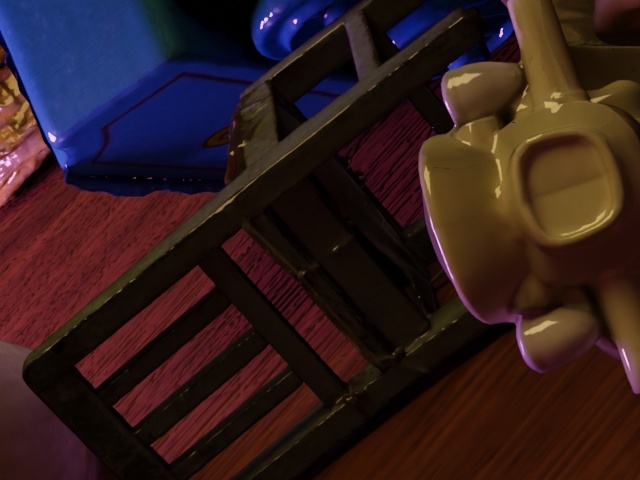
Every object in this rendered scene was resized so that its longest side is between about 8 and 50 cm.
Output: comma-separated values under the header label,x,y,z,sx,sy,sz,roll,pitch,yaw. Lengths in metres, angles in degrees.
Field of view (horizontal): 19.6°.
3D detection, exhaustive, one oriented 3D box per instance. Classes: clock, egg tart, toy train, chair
label,x,y,z,sx,sy,sz,roll,pitch,yaw
clock,0.186,-0.045,0.562,0.379,0.120,0.276,-26,-13,40
egg tart,-0.276,-0.124,1.696,0.241,0.106,0.241,-37,16,13
toy train,-0.037,-0.147,1.075,0.265,0.188,0.300,-32,-15,25
chair,0.000,0.000,0.904,0.270,0.136,0.147,-38,19,11

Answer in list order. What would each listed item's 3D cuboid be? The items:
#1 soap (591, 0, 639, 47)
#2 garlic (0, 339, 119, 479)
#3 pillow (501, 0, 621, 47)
label,x,y,z,sx,sy,sz,roll,pitch,yaw
soap,0.320,-0.204,0.748,0.427,0.115,0.306,-41,6,-18
garlic,-0.238,0.192,0.889,0.249,0.286,0.313,10,42,5
pillow,0.149,-0.097,0.894,0.217,0.130,0.033,-101,22,-69
